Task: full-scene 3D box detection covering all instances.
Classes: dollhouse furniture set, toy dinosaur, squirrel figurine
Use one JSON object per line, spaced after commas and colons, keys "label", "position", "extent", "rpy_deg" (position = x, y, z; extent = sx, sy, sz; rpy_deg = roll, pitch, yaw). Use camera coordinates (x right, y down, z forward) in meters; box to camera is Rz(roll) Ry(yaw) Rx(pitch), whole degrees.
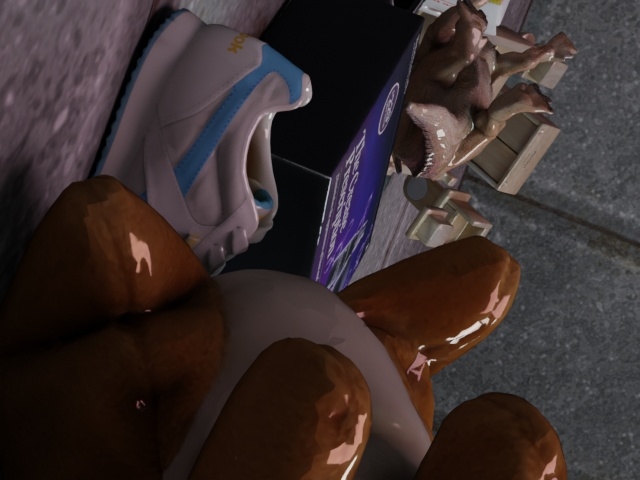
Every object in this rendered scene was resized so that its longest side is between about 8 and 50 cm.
{"label": "dollhouse furniture set", "position": [0.106, -0.151, 1.709], "extent": [0.355, 0.174, 0.303], "rpy_deg": [8, 120, -51]}
{"label": "toy dinosaur", "position": [0.102, -0.115, 1.246], "extent": [0.200, 0.127, 0.296], "rpy_deg": [-42, -168, 29]}
{"label": "squirrel figurine", "position": [-0.030, 0.220, 0.692], "extent": [0.281, 0.370, 0.397], "rpy_deg": [15, 125, -40]}

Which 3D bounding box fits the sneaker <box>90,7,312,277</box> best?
{"label": "sneaker", "position": [-0.080, -0.007, 0.793], "extent": [0.087, 0.092, 0.229], "rpy_deg": [-42, 154, -73]}

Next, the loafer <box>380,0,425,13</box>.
{"label": "loafer", "position": [0.089, -0.277, 1.128], "extent": [0.078, 0.076, 0.223], "rpy_deg": [58, -45, 52]}

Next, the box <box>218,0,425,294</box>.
{"label": "box", "position": [-0.018, -0.036, 1.071], "extent": [0.261, 0.103, 0.184], "rpy_deg": [101, 12, -50]}

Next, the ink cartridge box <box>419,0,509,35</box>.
{"label": "ink cartridge box", "position": [0.122, -0.259, 1.291], "extent": [0.198, 0.115, 0.067], "rpy_deg": [70, 42, -78]}
